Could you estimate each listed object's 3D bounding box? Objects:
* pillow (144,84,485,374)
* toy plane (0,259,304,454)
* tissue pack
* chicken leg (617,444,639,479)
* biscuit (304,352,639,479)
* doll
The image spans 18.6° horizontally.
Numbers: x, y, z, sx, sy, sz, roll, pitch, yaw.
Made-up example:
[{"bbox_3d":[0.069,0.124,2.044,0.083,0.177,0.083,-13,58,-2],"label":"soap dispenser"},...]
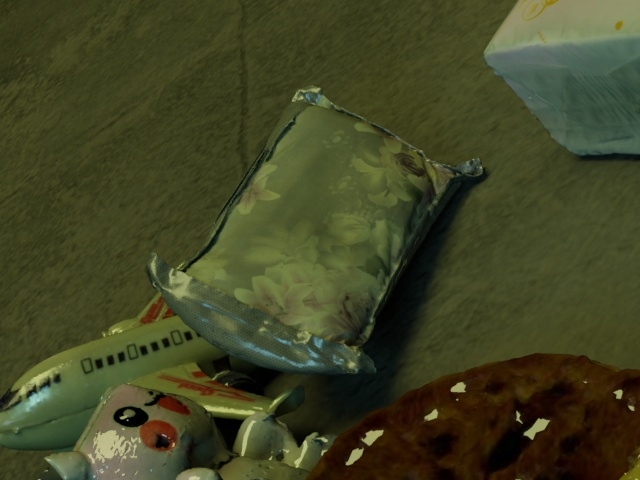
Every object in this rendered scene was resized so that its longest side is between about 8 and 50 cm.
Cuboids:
[{"bbox_3d":[0.000,0.000,1.339,0.169,0.059,0.255,21,44,14],"label":"pillow"},{"bbox_3d":[-0.106,0.089,1.372,0.256,0.104,0.242,-31,29,-8],"label":"toy plane"},{"bbox_3d":[0.244,-0.173,1.274,0.185,0.124,0.225,5,54,53],"label":"tissue pack"},{"bbox_3d":[0.169,0.183,0.783,0.107,0.252,0.087,-3,4,44],"label":"chicken leg"},{"bbox_3d":[0.072,0.200,1.021,0.289,0.081,0.334,4,51,49],"label":"biscuit"},{"bbox_3d":[-0.076,0.149,1.210,0.192,0.095,0.149,19,21,17],"label":"doll"}]
